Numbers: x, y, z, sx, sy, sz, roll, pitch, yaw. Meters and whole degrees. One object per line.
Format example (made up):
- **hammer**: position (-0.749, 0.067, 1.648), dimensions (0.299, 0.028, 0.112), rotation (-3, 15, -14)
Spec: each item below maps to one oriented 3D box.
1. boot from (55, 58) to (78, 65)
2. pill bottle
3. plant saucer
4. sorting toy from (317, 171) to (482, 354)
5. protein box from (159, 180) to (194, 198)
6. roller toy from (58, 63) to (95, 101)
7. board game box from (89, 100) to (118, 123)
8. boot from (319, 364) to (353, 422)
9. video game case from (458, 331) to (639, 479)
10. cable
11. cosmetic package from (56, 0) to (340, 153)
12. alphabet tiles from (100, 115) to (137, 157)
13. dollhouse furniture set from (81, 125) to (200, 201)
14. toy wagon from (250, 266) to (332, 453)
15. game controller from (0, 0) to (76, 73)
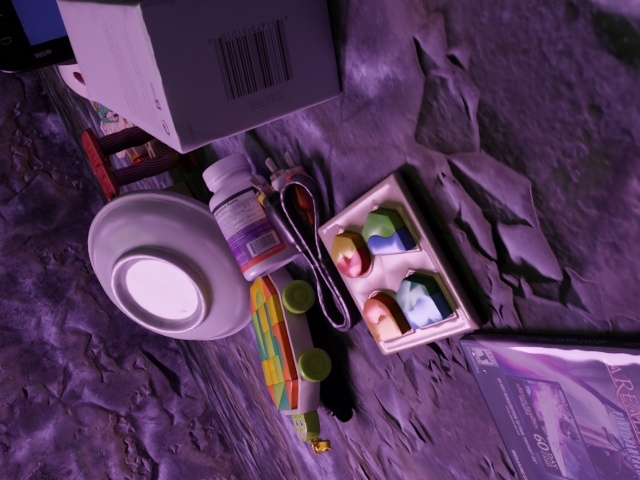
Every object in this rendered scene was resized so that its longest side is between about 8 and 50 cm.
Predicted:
- **boot**: position (-0.464, -0.479, 1.018), dimensions (0.281, 0.264, 0.096), rotation (58, 170, 9)
- **pill bottle**: position (-0.118, -0.041, 0.928), dimensions (0.194, 0.108, 0.108), rotation (62, 156, 5)
- **plant saucer**: position (-0.324, 0.086, 1.183), dimensions (0.400, 0.101, 0.401), rotation (7, 125, 10)
- **sorting toy**: position (0.079, 0.041, 0.676), dimensions (0.193, 0.038, 0.208), rotation (62, 149, 5)
- **protein box**: position (-0.385, -0.002, 1.388), dimensions (0.201, 0.199, 0.136), rotation (58, 156, 12)
- **roller toy**: position (-0.436, -0.382, 1.130), dimensions (0.191, 0.209, 0.146), rotation (55, 156, 2)
- **board game box**: position (-0.627, -0.502, 1.525), dimensions (0.317, 0.046, 0.214), rotation (52, 140, 28)
- **boot**: position (0.014, 0.279, 1.054), dimensions (0.099, 0.045, 0.121), rotation (13, 125, 64)
- **video game case**: position (0.252, 0.177, 0.500), dimensions (0.196, 0.026, 0.274), rotation (66, 157, -3)
- **cable**: position (0.000, 0.000, 0.833), dimensions (0.139, 0.072, 0.287), rotation (-23, 105, 49)
- **cosmetic package**: position (-0.173, -0.253, 0.714), dimensions (0.385, 0.217, 0.156), rotation (31, 140, 47)
- **alphabet tiles**: position (-0.587, -0.372, 1.595), dimensions (0.278, 0.021, 0.284), rotation (56, 144, 18)
- **dollhouse furniture set**: position (-0.449, -0.190, 1.336), dimensions (0.374, 0.201, 0.152), rotation (-3, 110, 63)
- **toy wagon**: position (-0.056, 0.225, 1.039), dimensions (0.267, 0.068, 0.345), rotation (135, 123, -66)
- **game controller**: position (-0.404, -0.385, 0.920), dimensions (0.167, 0.319, 0.067), rotation (64, 165, 9)
